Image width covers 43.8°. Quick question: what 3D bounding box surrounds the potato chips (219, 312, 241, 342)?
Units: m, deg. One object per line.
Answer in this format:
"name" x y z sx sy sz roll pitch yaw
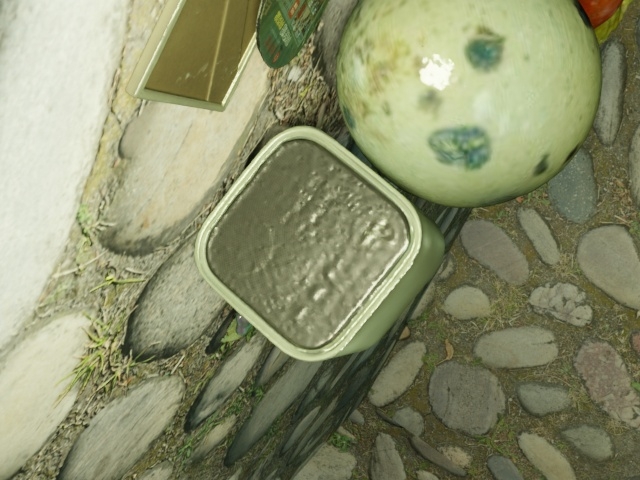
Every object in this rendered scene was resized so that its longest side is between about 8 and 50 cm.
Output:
"potato chips" -0.104 0.100 1.408 0.209 0.026 0.142 -53 168 -5

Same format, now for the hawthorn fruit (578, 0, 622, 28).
"hawthorn fruit" 0.395 -0.457 1.363 0.284 0.284 0.284 -51 164 -21

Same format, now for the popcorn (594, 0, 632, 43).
"popcorn" 0.504 -0.528 1.594 0.247 0.282 0.282 -20 141 -56

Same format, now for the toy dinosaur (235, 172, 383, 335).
"toy dinosaur" 0.000 0.000 1.400 0.331 0.129 0.384 25 85 -62

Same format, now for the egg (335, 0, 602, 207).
"egg" 0.195 -0.215 1.076 0.345 0.345 0.428 -61 160 17

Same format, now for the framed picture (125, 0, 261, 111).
"framed picture" -0.083 -0.243 0.773 0.250 0.016 0.184 -60 165 15

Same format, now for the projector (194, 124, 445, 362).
"projector" 0.010 0.011 1.107 0.248 0.248 0.249 -51 165 6

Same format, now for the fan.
"fan" 0.007 -0.308 0.898 0.294 0.012 0.223 -55 170 -28
